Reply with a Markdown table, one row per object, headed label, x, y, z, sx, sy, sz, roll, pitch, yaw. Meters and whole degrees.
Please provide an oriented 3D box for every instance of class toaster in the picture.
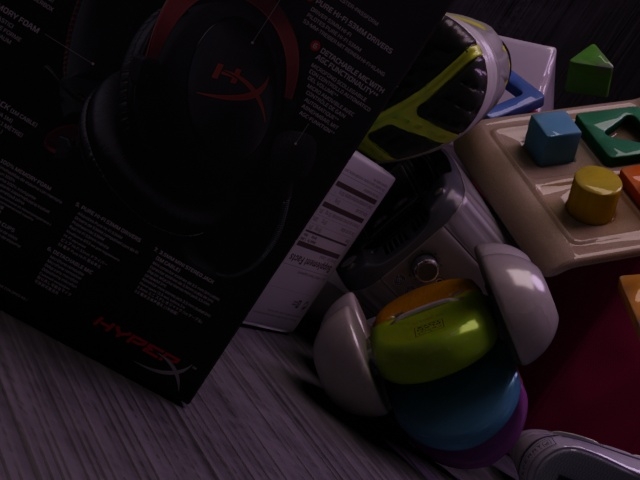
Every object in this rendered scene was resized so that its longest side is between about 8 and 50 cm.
| label | x | y | z | sx | sy | sz | roll | pitch | yaw |
| --- | --- | --- | --- | --- | --- | --- | --- | --- | --- |
| toaster | 0.093 | 0.012 | 1.143 | 0.146 | 0.129 | 0.227 | 47 | 8 | -19 |

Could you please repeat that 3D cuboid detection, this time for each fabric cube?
| label | x | y | z | sx | sy | sz | roll | pitch | yaw |
| --- | --- | --- | --- | --- | --- | --- | --- | --- | --- |
| fabric cube | 0.258 | 0.072 | 1.287 | 0.259 | 0.258 | 0.254 | 29 | 7 | -35 |

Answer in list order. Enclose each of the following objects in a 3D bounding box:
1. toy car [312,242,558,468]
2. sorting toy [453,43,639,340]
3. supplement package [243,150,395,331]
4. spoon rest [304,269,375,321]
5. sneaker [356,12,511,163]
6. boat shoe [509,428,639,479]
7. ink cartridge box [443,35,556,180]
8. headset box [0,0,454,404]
| label | x | y | z | sx | sy | sz | roll | pitch | yaw |
| --- | --- | --- | --- | --- | --- | --- | --- | --- | --- |
| toy car | 0.087 | 0.087 | 0.944 | 0.182 | 0.159 | 0.136 | -58 | 128 | -84 |
| sorting toy | 0.228 | -0.058 | 1.092 | 0.196 | 0.047 | 0.348 | -12 | 44 | -16 |
| supplement package | -0.115 | -0.071 | 0.988 | 0.262 | 0.145 | 0.204 | 35 | 6 | 22 |
| spoon rest | -0.041 | -0.013 | 1.208 | 0.137 | 0.084 | 0.276 | 31 | 5 | -41 |
| sneaker | -0.021 | -0.105 | 1.150 | 0.384 | 0.145 | 0.147 | -2 | 7 | 29 |
| boat shoe | 0.245 | 0.196 | 1.054 | 0.226 | 0.083 | 0.076 | 31 | 7 | -16 |
| ink cartridge box | 0.088 | -0.154 | 1.749 | 0.395 | 0.166 | 0.285 | 15 | -17 | 13 |
| headset box | -0.083 | -0.102 | 0.693 | 0.218 | 0.293 | 0.110 | 31 | 7 | -19 |
